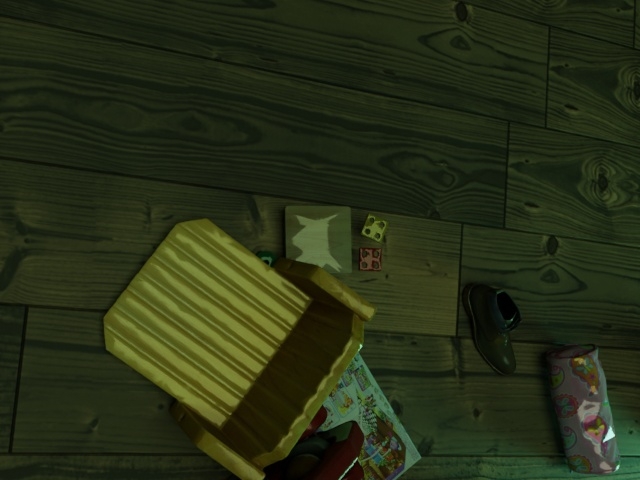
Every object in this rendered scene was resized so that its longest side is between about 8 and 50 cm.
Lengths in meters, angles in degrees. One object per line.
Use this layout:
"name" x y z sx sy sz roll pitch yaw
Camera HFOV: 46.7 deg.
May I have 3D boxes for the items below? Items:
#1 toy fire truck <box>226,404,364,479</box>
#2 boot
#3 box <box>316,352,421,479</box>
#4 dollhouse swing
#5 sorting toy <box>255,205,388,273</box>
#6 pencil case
"toy fire truck" -0.068 0.421 1.268 0.302 0.254 0.169 -28 99 19
"boot" 0.382 0.194 1.580 0.082 0.106 0.219 -28 96 -22
"box" 0.044 0.366 1.453 0.201 0.057 0.293 -33 99 -22
"dollhouse swing" -0.160 0.151 1.253 0.305 0.315 0.347 41 78 -20
"sorting toy" 0.000 0.000 1.464 0.274 0.046 0.132 0 86 -15
"pencil case" 0.585 0.375 1.648 0.124 0.124 0.284 -15 92 -23
